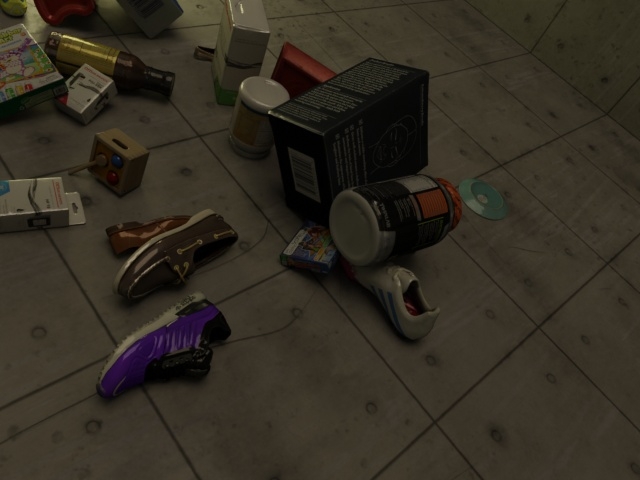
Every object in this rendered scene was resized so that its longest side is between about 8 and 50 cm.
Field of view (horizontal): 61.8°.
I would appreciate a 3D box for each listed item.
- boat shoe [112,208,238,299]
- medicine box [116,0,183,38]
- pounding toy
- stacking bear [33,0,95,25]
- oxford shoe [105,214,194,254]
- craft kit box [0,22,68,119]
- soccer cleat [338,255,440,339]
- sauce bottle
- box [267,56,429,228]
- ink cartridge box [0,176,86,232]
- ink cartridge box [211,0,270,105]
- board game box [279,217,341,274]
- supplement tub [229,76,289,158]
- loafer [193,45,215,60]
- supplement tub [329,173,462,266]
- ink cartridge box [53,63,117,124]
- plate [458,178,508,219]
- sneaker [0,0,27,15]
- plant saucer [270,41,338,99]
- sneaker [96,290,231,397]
[{"bbox_3d":[-0.315,0.039,1.201,0.096,0.117,0.324,35,41,11],"label":"boat shoe"},{"bbox_3d":[-0.611,-0.850,1.703,0.149,0.263,0.289,-35,65,5],"label":"medicine box"},{"bbox_3d":[-0.517,-0.190,1.305,0.141,0.130,0.100,35,34,7],"label":"pounding toy"},{"bbox_3d":[-0.783,-0.823,1.693,0.175,0.164,0.289,-13,39,8],"label":"stacking bear"},{"bbox_3d":[-0.386,-0.013,1.254,0.212,0.076,0.076,-15,85,-30],"label":"oxford shoe"},{"bbox_3d":[-0.821,-0.424,1.365,0.249,0.061,0.247,-33,66,-23],"label":"craft kit box"},{"bbox_3d":[0.175,0.094,1.350,0.116,0.143,0.331,-24,64,-37],"label":"soccer cleat"},{"bbox_3d":[-0.595,-0.493,1.532,0.344,0.111,0.112,15,47,-14],"label":"sauce bottle"},{"bbox_3d":[0.092,-0.268,1.434,0.395,0.294,0.211,-35,46,-29],"label":"box"},{"bbox_3d":[-0.629,-0.083,1.198,0.180,0.060,0.104,-9,56,-30],"label":"ink cartridge box"},{"bbox_3d":[-0.251,-0.585,1.648,0.114,0.273,0.199,2,51,-23],"label":"ink cartridge box"},{"bbox_3d":[0.000,0.000,1.387,0.136,0.035,0.201,11,41,24],"label":"board game box"},{"bbox_3d":[-0.180,-0.348,1.528,0.144,0.200,0.145,12,49,-14],"label":"supplement tub"},{"bbox_3d":[-0.361,-0.629,1.798,0.125,0.039,0.045,-5,54,-28],"label":"loafer"},{"bbox_3d":[0.195,-0.059,1.335,0.315,0.194,0.194,-14,59,-35],"label":"supplement tub"},{"bbox_3d":[-0.631,-0.394,1.436,0.099,0.056,0.135,31,67,4],"label":"ink cartridge box"},{"bbox_3d":[0.557,-0.148,1.811,0.188,0.024,0.188,13,48,-15],"label":"plate"},{"bbox_3d":[-0.948,-0.796,1.617,0.091,0.126,0.240,-21,63,-36],"label":"sneaker"},{"bbox_3d":[-0.056,-0.409,1.593,0.259,0.259,0.048,35,39,6],"label":"plant saucer"},{"bbox_3d":[-0.290,0.226,1.058,0.146,0.102,0.293,40,47,11],"label":"sneaker"}]
